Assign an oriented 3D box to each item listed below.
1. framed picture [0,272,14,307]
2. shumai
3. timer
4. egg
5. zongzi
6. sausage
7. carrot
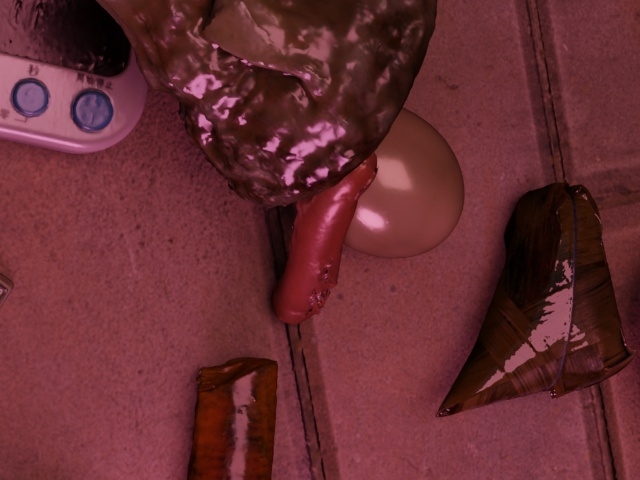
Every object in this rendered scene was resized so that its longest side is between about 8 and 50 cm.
[{"bbox_3d":[-0.474,0.073,1.288,0.296,0.019,0.232,46,66,-47],"label":"framed picture"},{"bbox_3d":[-0.093,-0.254,1.330,0.348,0.395,0.395,28,77,-34],"label":"shumai"},{"bbox_3d":[-0.324,-0.228,1.411,0.262,0.087,0.237,11,84,-23],"label":"timer"},{"bbox_3d":[0.068,-0.080,1.522,0.241,0.186,0.186,32,76,-16],"label":"egg"},{"bbox_3d":[0.257,0.084,1.630,0.300,0.138,0.286,-14,91,-21],"label":"zongzi"},{"bbox_3d":[0.000,-0.001,1.447,0.078,0.304,0.078,9,48,-10],"label":"sausage"},{"bbox_3d":[-0.110,0.292,1.474,0.114,0.114,0.302,6,84,-23],"label":"carrot"}]
